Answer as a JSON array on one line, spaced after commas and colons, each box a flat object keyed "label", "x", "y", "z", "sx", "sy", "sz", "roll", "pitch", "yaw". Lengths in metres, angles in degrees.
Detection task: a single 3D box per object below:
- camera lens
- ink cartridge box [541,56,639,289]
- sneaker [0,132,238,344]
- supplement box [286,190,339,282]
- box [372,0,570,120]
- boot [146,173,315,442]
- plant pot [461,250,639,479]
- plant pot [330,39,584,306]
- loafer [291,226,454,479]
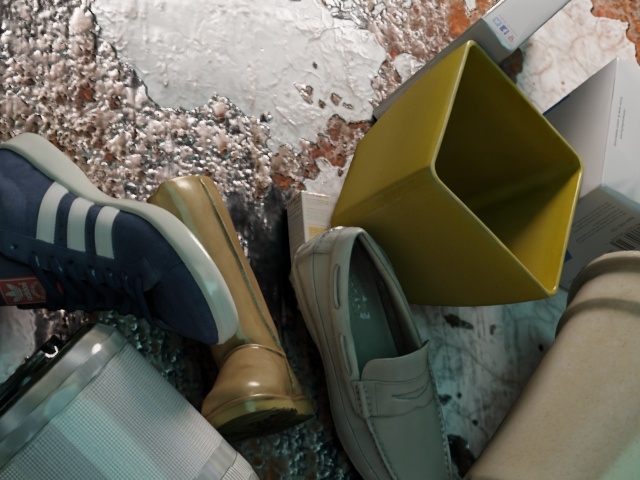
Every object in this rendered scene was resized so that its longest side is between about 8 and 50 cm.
[{"label": "camera lens", "x": -0.189, "y": 0.227, "z": 1.558, "sx": 0.274, "sy": 0.219, "sz": 0.219, "roll": 46, "pitch": 51, "yaw": -4}, {"label": "ink cartridge box", "x": 0.389, "y": -0.041, "z": 2.075, "sx": 0.270, "sy": 0.198, "sz": 0.197, "roll": 27, "pitch": 54, "yaw": -20}, {"label": "sneaker", "x": -0.228, "y": 0.027, "z": 1.625, "sx": 0.148, "sy": 0.131, "sz": 0.350, "roll": -37, "pitch": 45, "yaw": -28}, {"label": "supplement box", "x": 0.000, "y": 0.000, "z": 1.911, "sx": 0.062, "sy": 0.036, "sz": 0.098, "roll": 10, "pitch": 63, "yaw": -29}, {"label": "box", "x": 0.222, "y": -0.259, "z": 2.058, "sx": 0.058, "sy": 0.232, "sz": 0.322, "roll": 51, "pitch": 50, "yaw": -2}, {"label": "boot", "x": -0.107, "y": 0.064, "z": 1.728, "sx": 0.089, "sy": 0.236, "sz": 0.269, "roll": -24, "pitch": 80, "yaw": 5}, {"label": "plant pot", "x": 0.317, "y": 0.235, "z": 1.839, "sx": 0.334, "sy": 0.334, "sz": 0.305, "roll": 47, "pitch": 62, "yaw": -3}, {"label": "plant pot", "x": 0.136, "y": -0.050, "z": 1.901, "sx": 0.212, "sy": 0.187, "sz": 0.212, "roll": 44, "pitch": 44, "yaw": -26}, {"label": "loafer", "x": 0.065, "y": 0.138, "z": 1.817, "sx": 0.112, "sy": 0.111, "sz": 0.319, "roll": -25, "pitch": 91, "yaw": -33}]
